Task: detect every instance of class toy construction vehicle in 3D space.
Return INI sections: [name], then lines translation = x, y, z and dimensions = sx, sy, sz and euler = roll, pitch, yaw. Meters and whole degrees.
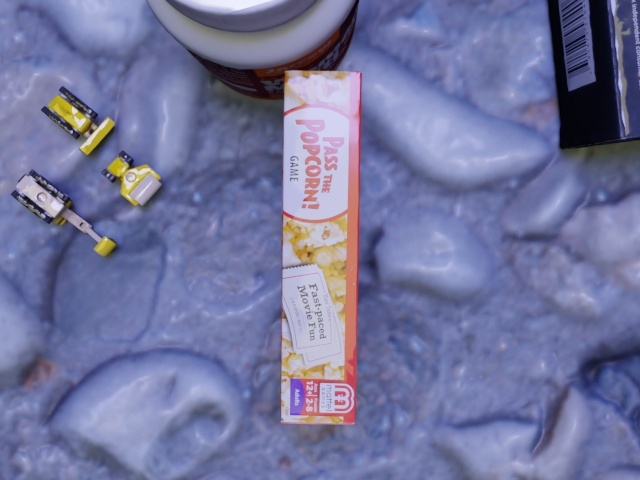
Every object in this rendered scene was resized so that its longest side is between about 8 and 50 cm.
[toy construction vehicle]
translation = -0.171, -0.048, 0.503
dimensions = 0.098, 0.035, 0.086
euler = 37, 83, -5

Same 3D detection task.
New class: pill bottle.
[pill bottle]
translation = -0.036, -0.153, 0.395
dimensions = 0.121, 0.221, 0.121
euler = 0, 95, 1

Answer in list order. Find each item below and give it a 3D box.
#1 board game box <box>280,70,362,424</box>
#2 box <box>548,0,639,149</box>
[board game box]
translation = 0.000, 0.000, 0.445
dimensions = 0.045, 0.147, 0.194
euler = 1, 95, 1
[box]
translation = 0.266, -0.148, 0.450
dimensions = 0.207, 0.108, 0.153
euler = -7, 94, 1
